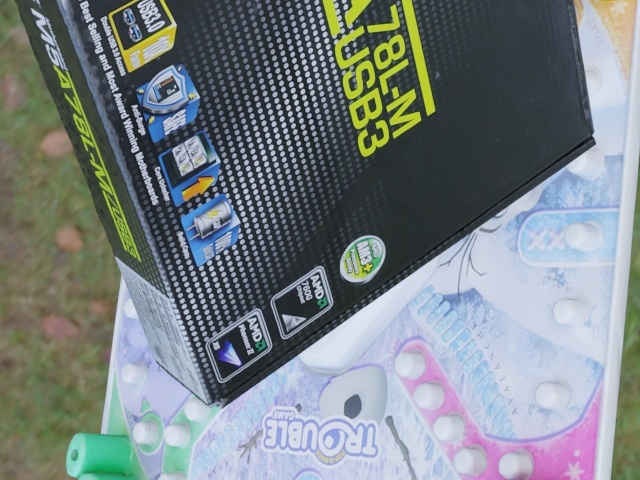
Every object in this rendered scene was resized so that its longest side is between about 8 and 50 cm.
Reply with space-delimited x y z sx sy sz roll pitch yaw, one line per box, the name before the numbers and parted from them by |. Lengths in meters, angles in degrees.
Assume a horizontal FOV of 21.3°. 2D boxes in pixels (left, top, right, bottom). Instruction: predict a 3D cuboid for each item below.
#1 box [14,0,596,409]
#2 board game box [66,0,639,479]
box | 0.002 -0.067 0.557 0.045 0.184 0.190 35 149 46
board game box | 0.000 0.000 0.961 0.390 0.050 0.389 -2 78 45
